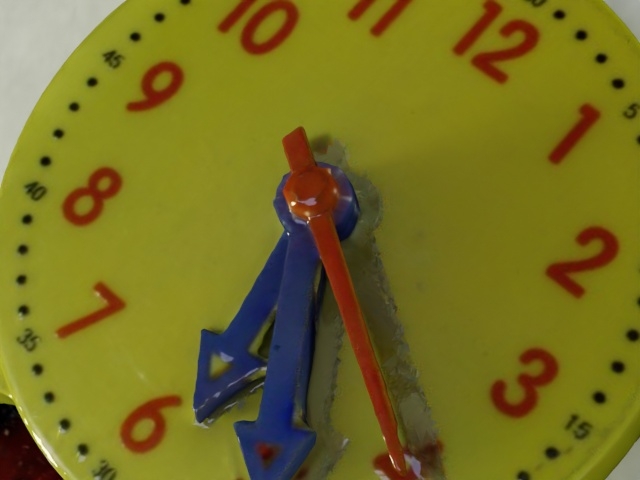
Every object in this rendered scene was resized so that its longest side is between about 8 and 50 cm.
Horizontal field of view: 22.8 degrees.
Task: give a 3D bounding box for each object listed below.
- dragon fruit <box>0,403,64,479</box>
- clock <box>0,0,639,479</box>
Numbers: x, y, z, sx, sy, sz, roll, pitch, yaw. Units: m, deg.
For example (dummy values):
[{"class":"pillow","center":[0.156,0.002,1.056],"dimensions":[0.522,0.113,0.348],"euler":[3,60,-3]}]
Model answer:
[{"class":"dragon fruit","center":[-0.057,0.111,0.651],"dimensions":[0.192,0.122,0.092],"euler":[38,85,35]},{"class":"clock","center":[0.000,-0.003,0.607],"dimensions":[0.277,0.071,0.293],"euler":[31,77,22]}]
